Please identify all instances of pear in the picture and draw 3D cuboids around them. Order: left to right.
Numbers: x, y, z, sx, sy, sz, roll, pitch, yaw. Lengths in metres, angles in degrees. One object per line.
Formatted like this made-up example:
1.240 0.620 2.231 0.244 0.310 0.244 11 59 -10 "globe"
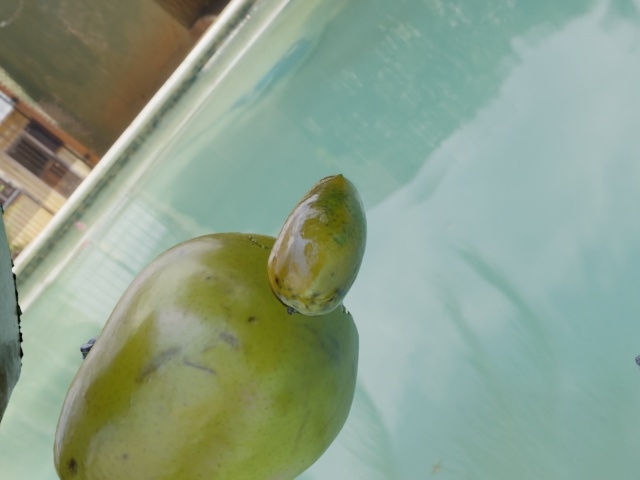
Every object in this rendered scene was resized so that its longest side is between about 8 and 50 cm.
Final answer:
-0.117 0.150 0.867 0.336 0.285 0.285 -40 18 4 "pear"

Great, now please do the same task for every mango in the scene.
0.000 0.000 0.523 0.114 0.057 0.079 -75 2 -47 "mango"

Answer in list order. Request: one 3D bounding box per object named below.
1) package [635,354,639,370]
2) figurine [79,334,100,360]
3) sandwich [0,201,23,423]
0.318 0.157 0.743 0.037 0.015 0.110 -6 63 11 "package"
-0.260 0.197 1.022 0.086 0.149 0.087 1 24 30 "figurine"
-0.332 0.061 0.691 0.186 0.108 0.220 -113 22 -70 "sandwich"
